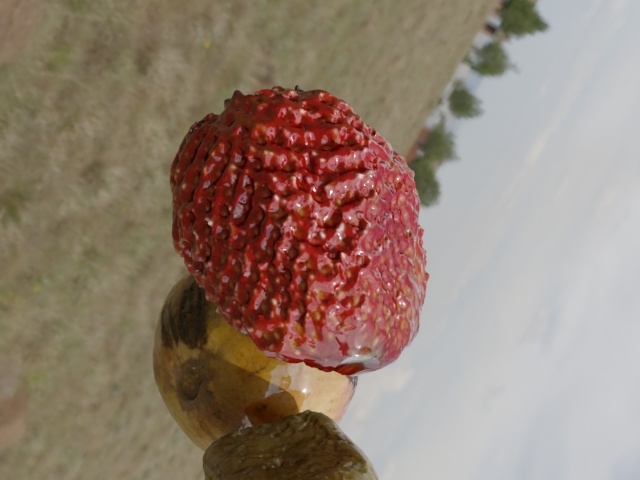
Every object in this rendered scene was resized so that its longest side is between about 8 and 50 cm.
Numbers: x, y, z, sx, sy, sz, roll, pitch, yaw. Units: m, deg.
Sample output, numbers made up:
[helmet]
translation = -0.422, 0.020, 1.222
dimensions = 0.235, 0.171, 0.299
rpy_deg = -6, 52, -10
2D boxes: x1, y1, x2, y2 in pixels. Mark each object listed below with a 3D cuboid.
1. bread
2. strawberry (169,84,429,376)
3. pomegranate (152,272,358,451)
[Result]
[bread]
translation = -0.032, 0.329, 1.400
dimensions = 0.246, 0.195, 0.176
rpy_deg = -144, -135, -68
[strawberry]
translation = 0.000, 0.000, 1.259
dimensions = 0.267, 0.312, 0.351
rpy_deg = -56, -144, 30
[pomegranate]
translation = -0.095, 0.170, 1.660
dimensions = 0.322, 0.322, 0.322
rpy_deg = -59, 177, -5
